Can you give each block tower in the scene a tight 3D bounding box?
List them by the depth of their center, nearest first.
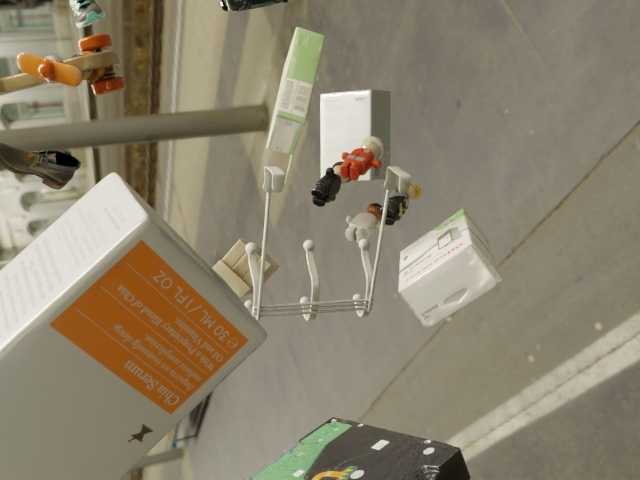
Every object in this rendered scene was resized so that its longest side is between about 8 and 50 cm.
[{"bbox_3d":[-0.164,0.062,1.544,0.091,0.097,0.335,42,180,1],"label":"block tower"}]

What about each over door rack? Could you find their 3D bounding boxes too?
[{"bbox_3d":[0.000,0.000,1.162,0.108,0.239,0.324,-116,31,-48],"label":"over door rack"}]

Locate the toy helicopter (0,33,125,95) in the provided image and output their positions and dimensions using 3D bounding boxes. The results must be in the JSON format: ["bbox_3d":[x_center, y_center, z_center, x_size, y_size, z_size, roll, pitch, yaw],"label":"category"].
[{"bbox_3d":[-0.667,-0.400,1.631,0.235,0.354,0.140,-104,0,-75],"label":"toy helicopter"}]

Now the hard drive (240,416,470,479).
[{"bbox_3d":[0.038,0.386,1.061,0.338,0.236,0.064,-8,105,55],"label":"hard drive"}]

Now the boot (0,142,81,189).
[{"bbox_3d":[-0.736,-0.217,1.737,0.106,0.219,0.082,-30,53,28],"label":"boot"}]

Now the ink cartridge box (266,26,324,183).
[{"bbox_3d":[-0.053,-0.224,1.155,0.235,0.056,0.171,125,158,-67],"label":"ink cartridge box"}]

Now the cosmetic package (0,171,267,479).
[{"bbox_3d":[-0.312,0.168,0.760,0.230,0.453,0.161,50,174,-37],"label":"cosmetic package"}]

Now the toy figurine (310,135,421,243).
[{"bbox_3d":[0.109,-0.120,1.607,0.209,0.148,0.213,46,139,-5],"label":"toy figurine"}]

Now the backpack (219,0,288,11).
[{"bbox_3d":[-0.117,-0.642,1.503,0.225,0.253,0.191,62,154,30],"label":"backpack"}]

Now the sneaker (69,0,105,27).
[{"bbox_3d":[-0.488,-0.485,1.360,0.166,0.065,0.076,46,164,51],"label":"sneaker"}]

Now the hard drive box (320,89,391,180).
[{"bbox_3d":[0.092,-0.279,1.789,0.181,0.089,0.232,8,101,42],"label":"hard drive box"}]

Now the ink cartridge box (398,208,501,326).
[{"bbox_3d":[0.293,0.058,1.556,0.115,0.198,0.273,51,-163,-10],"label":"ink cartridge box"}]
